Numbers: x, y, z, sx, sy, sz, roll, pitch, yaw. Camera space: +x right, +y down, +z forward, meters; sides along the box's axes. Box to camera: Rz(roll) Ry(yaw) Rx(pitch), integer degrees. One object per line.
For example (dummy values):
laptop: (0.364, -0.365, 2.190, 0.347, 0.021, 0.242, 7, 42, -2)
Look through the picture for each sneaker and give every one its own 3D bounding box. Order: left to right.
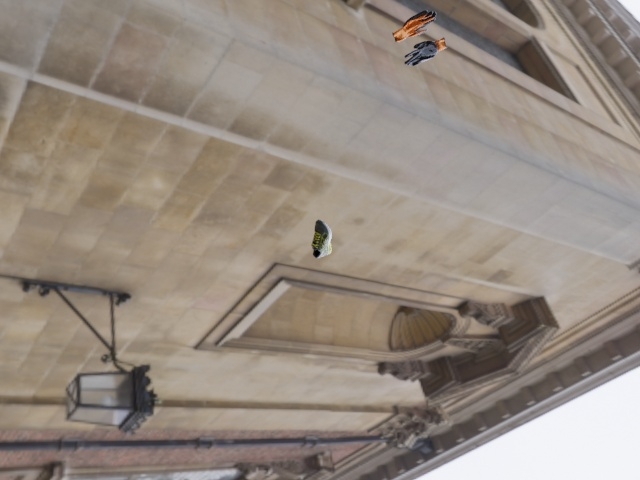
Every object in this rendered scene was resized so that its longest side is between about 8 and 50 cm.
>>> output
sneaker: (0.000, 0.000, 1.112, 0.031, 0.035, 0.083, 29, -38, 39)

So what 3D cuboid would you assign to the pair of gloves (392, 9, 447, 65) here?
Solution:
pair of gloves: (0.157, -0.318, 0.967, 0.074, 0.083, 0.010, -28, -135, 8)
